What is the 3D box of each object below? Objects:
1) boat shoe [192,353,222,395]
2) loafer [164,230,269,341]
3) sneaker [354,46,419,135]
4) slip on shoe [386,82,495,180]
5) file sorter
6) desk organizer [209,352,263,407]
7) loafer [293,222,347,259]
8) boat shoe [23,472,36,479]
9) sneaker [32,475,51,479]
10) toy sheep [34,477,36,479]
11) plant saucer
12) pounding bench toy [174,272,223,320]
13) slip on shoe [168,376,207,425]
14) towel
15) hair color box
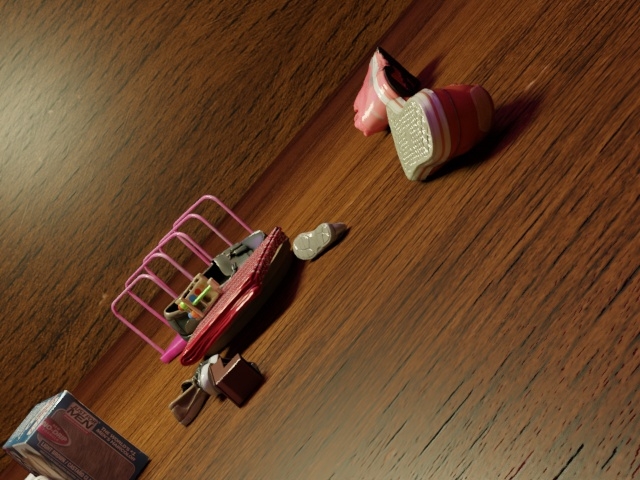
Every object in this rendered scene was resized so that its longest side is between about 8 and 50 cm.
[{"bbox_3d":[-0.168,0.205,1.595,0.040,0.049,0.142,-22,4,4],"label":"boat shoe"},{"bbox_3d":[-0.196,0.077,2.094,0.267,0.084,0.096,-50,37,-11],"label":"loafer"},{"bbox_3d":[0.114,-0.297,2.163,0.136,0.116,0.314,-47,9,18],"label":"sneaker"},{"bbox_3d":[0.156,-0.150,1.434,0.101,0.123,0.331,-17,1,-6],"label":"slip on shoe"},{"bbox_3d":[-0.284,0.074,2.293,0.202,0.182,0.291,-39,13,45],"label":"file sorter"},{"bbox_3d":[-0.117,0.184,1.471,0.050,0.047,0.130,-47,9,-3],"label":"desk organizer"},{"bbox_3d":[0.000,0.000,1.726,0.039,0.045,0.125,-15,-8,-32],"label":"loafer"},{"bbox_3d":[-0.581,0.524,2.077,0.102,0.108,0.301,-46,7,15],"label":"boat shoe"},{"bbox_3d":[-0.434,0.416,1.687,0.090,0.095,0.235,-30,-12,-26],"label":"sneaker"},{"bbox_3d":[-0.494,0.467,1.971,0.132,0.091,0.091,-51,8,-37],"label":"toy sheep"},{"bbox_3d":[-0.140,0.106,1.930,0.278,0.041,0.278,-48,9,10],"label":"plant saucer"},{"bbox_3d":[-0.206,0.097,1.818,0.065,0.052,0.083,-53,7,-19],"label":"pounding bench toy"},{"bbox_3d":[-0.196,0.230,1.664,0.051,0.041,0.135,-42,11,39],"label":"slip on shoe"},{"bbox_3d":[-0.142,0.090,1.784,0.199,0.031,0.275,-48,7,19],"label":"towel"},{"bbox_3d":[-0.416,0.354,1.777,0.105,0.174,0.347,-53,10,-23],"label":"hair color box"}]
